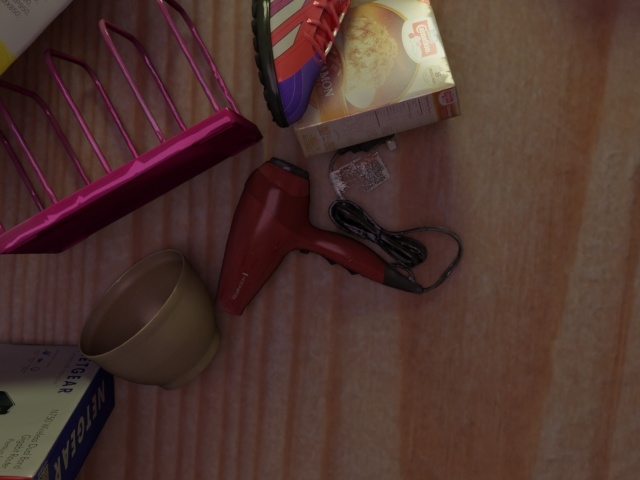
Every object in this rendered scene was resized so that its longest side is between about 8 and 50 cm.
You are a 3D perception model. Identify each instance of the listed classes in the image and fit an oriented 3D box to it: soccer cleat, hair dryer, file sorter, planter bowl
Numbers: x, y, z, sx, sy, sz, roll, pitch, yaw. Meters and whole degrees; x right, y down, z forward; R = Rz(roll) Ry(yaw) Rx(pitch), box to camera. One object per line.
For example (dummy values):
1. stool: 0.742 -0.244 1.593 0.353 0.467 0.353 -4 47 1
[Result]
1. soccer cleat: -0.012 -0.269 1.400 0.116 0.108 0.318 -2 61 5
2. hair dryer: 0.000 0.000 1.478 0.293 0.080 0.223 -26 91 5
3. file sorter: -0.247 -0.131 1.432 0.290 0.202 0.182 -29 87 5
4. planter bowl: -0.185 0.105 1.471 0.162 0.162 0.109 -40 117 5

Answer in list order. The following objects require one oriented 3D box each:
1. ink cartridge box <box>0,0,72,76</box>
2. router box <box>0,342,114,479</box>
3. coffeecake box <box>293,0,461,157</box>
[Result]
1. ink cartridge box: -0.439 -0.225 1.353 0.385 0.279 0.160 -49 118 -6
2. router box: -0.411 0.211 1.389 0.301 0.335 0.082 1 108 3
3. coffeecake box: 0.052 -0.192 1.443 0.185 0.068 0.142 -15 63 4
